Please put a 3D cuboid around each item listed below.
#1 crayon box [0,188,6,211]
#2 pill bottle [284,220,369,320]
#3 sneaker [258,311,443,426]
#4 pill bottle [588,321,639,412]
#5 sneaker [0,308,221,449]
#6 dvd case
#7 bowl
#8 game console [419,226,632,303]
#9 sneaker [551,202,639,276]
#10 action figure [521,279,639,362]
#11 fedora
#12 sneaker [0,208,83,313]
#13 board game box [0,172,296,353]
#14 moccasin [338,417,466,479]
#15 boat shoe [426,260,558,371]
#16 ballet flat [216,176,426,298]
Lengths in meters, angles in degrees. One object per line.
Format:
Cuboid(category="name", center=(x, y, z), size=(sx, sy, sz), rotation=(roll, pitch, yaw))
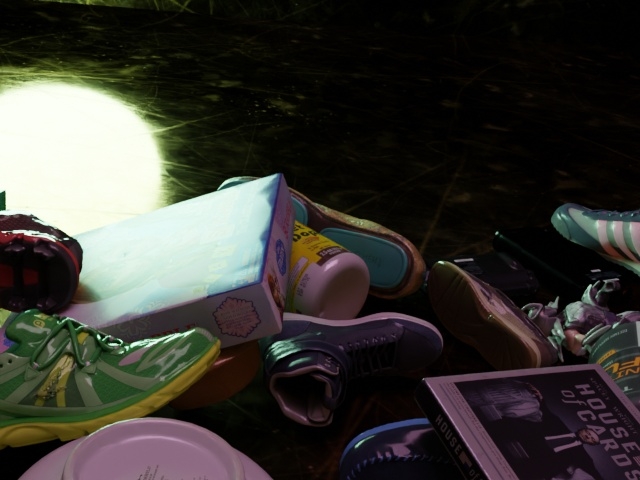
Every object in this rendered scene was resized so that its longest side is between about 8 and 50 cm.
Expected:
Cuboid(category="crayon box", center=(-0.537, 0.002, 1.193), size=(0.165, 0.081, 0.278), rotation=(11, 24, 2))
Cuboid(category="pill bottle", center=(-0.045, 0.033, 1.258), size=(0.117, 0.117, 0.215), rotation=(-15, 34, -43))
Cuboid(category="sneaker", center=(0.042, 0.148, 1.066), size=(0.226, 0.086, 0.163), rotation=(1, 19, -6))
Cuboid(category="pill bottle", center=(0.362, 0.198, 1.029), size=(0.130, 0.130, 0.246), rotation=(14, 24, 10))
Cuboid(category="sneaker", center=(-0.243, 0.122, 0.884), size=(0.295, 0.124, 0.109), rotation=(-12, 4, 0))
Cuboid(category="dvd case", center=(0.221, 0.190, 0.840), size=(0.238, 0.030, 0.179), rotation=(0, 40, -34))
Cuboid(category="bowl", center=(-0.139, 0.239, 0.756), size=(0.297, 0.134, 0.298), rotation=(7, 25, -3))
Cuboid(category="game console", center=(0.295, 0.046, 1.449), size=(0.361, 0.044, 0.213), rotation=(-4, 26, -28))
Cuboid(category="sneaker", center=(0.538, -0.020, 1.569), size=(0.112, 0.131, 0.319), rotation=(-14, 33, -41))
Cuboid(category="action figure", center=(0.415, 0.119, 1.266), size=(0.285, 0.099, 0.185), rotation=(10, 29, 8))
Cuboid(category="fedora", center=(-0.128, 0.129, 1.032), size=(0.194, 0.079, 0.194), rotation=(-16, 22, 7))
Cuboid(category="sneaker", center=(-0.392, 0.015, 1.041), size=(0.276, 0.098, 0.135), rotation=(7, 15, 3))
Cuboid(category="board game box", center=(-0.193, 0.045, 1.084), size=(0.318, 0.066, 0.319), rotation=(-17, 22, 8))
Cuboid(category="moccasin", center=(0.187, 0.248, 0.853), size=(0.342, 0.138, 0.117), rotation=(8, 29, -1))
Cuboid(category="boat shoe", center=(0.229, 0.106, 1.254), size=(0.073, 0.080, 0.223), rotation=(1, 31, -36))
Cuboid(category="ballet flat", center=(0.000, 0.000, 1.378), size=(0.348, 0.123, 0.123), rotation=(21, 27, 25))
